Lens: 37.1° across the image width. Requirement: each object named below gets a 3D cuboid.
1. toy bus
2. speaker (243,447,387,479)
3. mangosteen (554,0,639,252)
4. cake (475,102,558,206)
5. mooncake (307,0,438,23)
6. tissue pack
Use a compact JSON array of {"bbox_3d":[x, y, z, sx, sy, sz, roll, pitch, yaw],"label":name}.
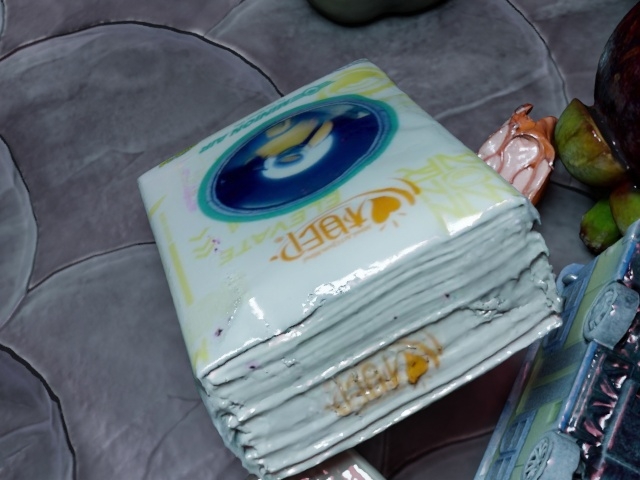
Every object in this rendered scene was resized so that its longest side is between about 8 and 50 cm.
[{"bbox_3d":[0.260,0.156,0.848,0.152,0.190,0.312,27,71,1],"label":"toy bus"},{"bbox_3d":[0.081,0.344,0.789,0.183,0.184,0.406,-43,68,-14],"label":"speaker"},{"bbox_3d":[0.390,-0.115,0.930,0.300,0.300,0.300,-2,65,5],"label":"mangosteen"},{"bbox_3d":[0.155,-0.029,0.997,0.098,0.135,0.287,41,84,6],"label":"cake"},{"bbox_3d":[0.062,-0.391,1.155,0.275,0.135,0.275,-2,69,5],"label":"mooncake"},{"bbox_3d":[0.000,0.000,0.868,0.287,0.162,0.388,-29,31,-2],"label":"tissue pack"}]
